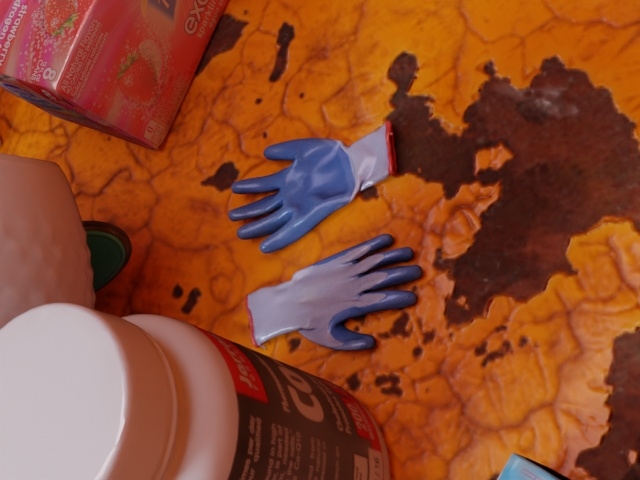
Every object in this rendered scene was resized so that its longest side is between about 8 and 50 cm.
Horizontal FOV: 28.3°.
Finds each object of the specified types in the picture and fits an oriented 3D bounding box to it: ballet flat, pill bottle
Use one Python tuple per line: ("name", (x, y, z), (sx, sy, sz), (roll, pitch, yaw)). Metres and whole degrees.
("ballet flat", (-0.242, 0.028, 1.117), (0.203, 0.074, 0.074), (-33, 57, 25))
("pill bottle", (-0.088, 0.141, 0.834), (0.161, 0.283, 0.161), (-12, 66, 29))

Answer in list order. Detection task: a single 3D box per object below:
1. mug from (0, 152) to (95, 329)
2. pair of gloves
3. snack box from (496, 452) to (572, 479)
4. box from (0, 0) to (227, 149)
("mug", (-0.338, 0.082, 1.001), (0.374, 0.276, 0.327), (12, 93, 51))
("pair of gloves", (0.000, 0.000, 0.995), (0.159, 0.023, 0.198), (-20, 61, 26))
("snack box", (0.203, 0.283, 0.729), (0.322, 0.060, 0.187), (28, 89, 37))
("box", (-0.174, -0.252, 1.131), (0.154, 0.142, 0.299), (21, 84, 36))
